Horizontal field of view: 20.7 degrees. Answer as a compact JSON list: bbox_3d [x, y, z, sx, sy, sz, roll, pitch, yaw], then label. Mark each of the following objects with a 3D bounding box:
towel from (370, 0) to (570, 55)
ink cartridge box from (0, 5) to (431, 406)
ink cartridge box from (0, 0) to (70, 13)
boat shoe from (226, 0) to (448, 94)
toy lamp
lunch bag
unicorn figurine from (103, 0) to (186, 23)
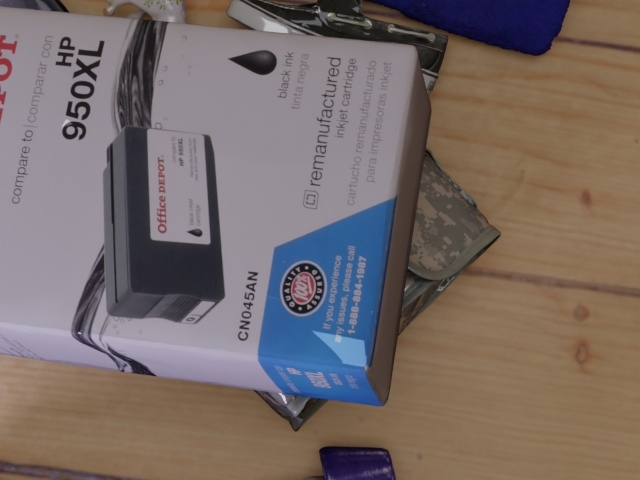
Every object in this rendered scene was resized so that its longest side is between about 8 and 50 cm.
[{"bbox_3d":[0.115,-0.326,1.720,0.308,0.076,0.228,19,121,0],"label":"towel"},{"bbox_3d":[-0.122,-0.031,1.516,0.395,0.166,0.285,6,77,10],"label":"ink cartridge box"},{"bbox_3d":[-0.324,-0.079,1.702,0.307,0.072,0.303,-40,87,0],"label":"ink cartridge box"},{"bbox_3d":[0.018,-0.211,1.733,0.219,0.078,0.070,18,97,-8],"label":"boat shoe"},{"bbox_3d":[-0.063,0.253,1.689,0.274,0.080,0.080,-13,85,-4],"label":"toy lamp"},{"bbox_3d":[0.000,0.000,1.670,0.287,0.169,0.235,-43,81,-10],"label":"lunch bag"},{"bbox_3d":[-0.151,-0.190,1.733,0.111,0.060,0.162,-8,106,19],"label":"unicorn figurine"}]
